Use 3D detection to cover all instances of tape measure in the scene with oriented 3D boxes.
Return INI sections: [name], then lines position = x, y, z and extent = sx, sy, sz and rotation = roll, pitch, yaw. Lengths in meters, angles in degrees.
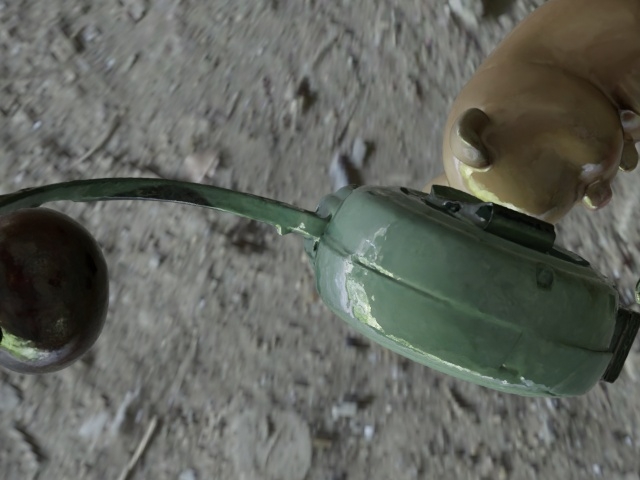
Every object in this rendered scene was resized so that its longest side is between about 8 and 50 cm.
[tape measure]
position = 0.000, -0.001, 0.850
extent = 0.330, 0.164, 0.084
rotation = 17, 92, -29

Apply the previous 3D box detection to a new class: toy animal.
[toy animal]
position = 0.199, -0.108, 1.458
extent = 0.250, 0.166, 0.154
rotation = -37, 60, -18

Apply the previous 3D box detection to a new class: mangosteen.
[mangosteen]
position = -0.223, 0.042, 1.337
extent = 0.140, 0.140, 0.140
rotation = 1, 104, 2

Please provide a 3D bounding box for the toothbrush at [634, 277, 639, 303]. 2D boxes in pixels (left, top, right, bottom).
[toothbrush]
position = 0.263, -0.009, 1.238
extent = 0.026, 0.294, 0.028
rotation = 0, 112, 28
